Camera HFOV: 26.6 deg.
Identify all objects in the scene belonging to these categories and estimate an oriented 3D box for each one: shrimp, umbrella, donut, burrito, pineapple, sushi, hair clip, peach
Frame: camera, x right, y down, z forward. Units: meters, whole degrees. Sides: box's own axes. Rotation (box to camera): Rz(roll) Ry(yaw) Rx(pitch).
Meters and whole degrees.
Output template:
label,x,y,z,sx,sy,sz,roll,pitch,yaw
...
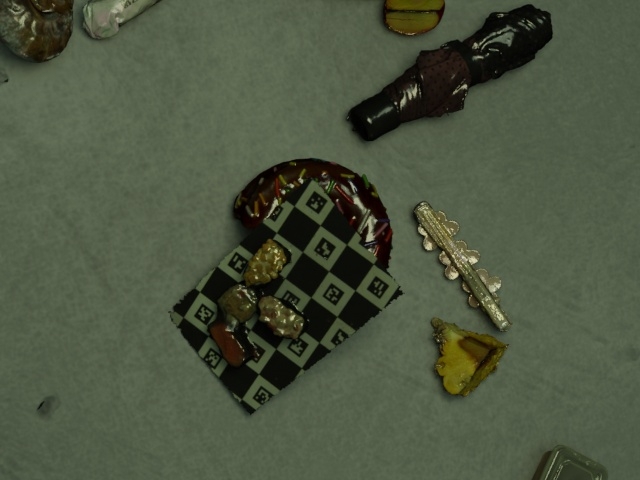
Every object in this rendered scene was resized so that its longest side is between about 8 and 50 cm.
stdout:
label,x,y,z,sx,sy,sz,roll,pitch,yaw
shrimp,-0.404,-0.396,1.765,0.145,0.116,0.343,-7,81,-38
umbrella,0.182,-0.236,1.892,0.326,0.090,0.094,-29,112,-15
donut,0.000,-0.001,1.818,0.216,0.096,0.230,-7,84,-14
burrito,-0.233,-0.340,1.824,0.203,0.064,0.064,-37,92,-12
pineapple,0.193,0.147,1.860,0.114,0.077,0.114,42,72,9
sushi,-0.059,0.079,1.744,0.279,0.043,0.192,-40,86,17
hair clip,0.200,0.036,1.886,0.062,0.056,0.214,-35,83,2
peach,0.130,-0.319,1.908,0.083,0.050,0.077,-32,60,-30

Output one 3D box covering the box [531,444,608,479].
label,x,y,z,sx,sy,sz,roll,pitch,yaw
box,0.330,0.350,1.868,0.089,0.062,0.122,29,79,-8
